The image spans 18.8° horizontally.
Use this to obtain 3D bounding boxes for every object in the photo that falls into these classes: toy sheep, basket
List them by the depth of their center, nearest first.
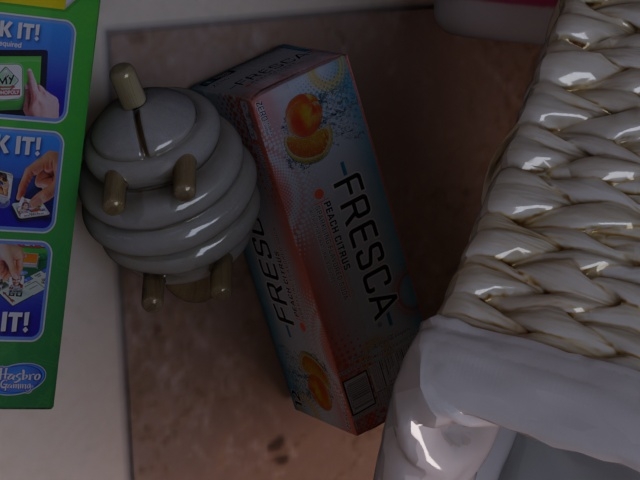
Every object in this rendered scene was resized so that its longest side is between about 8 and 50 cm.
[{"bbox_3d":[0.204,0.101,0.842,0.331,0.328,0.266,96,13,-50],"label":"basket"},{"bbox_3d":[-0.070,-0.025,0.878,0.091,0.091,0.132,-32,133,-23],"label":"toy sheep"}]

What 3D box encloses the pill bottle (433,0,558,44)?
[{"bbox_3d":[0.146,-0.233,0.930,0.160,0.160,0.283,1,98,-32],"label":"pill bottle"}]

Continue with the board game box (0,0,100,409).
[{"bbox_3d":[-0.250,-0.039,0.791,0.317,0.046,0.213,3,99,-32],"label":"board game box"}]

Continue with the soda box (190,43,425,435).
[{"bbox_3d":[0.000,0.000,0.941,0.058,0.063,0.183,-27,113,-26],"label":"soda box"}]
